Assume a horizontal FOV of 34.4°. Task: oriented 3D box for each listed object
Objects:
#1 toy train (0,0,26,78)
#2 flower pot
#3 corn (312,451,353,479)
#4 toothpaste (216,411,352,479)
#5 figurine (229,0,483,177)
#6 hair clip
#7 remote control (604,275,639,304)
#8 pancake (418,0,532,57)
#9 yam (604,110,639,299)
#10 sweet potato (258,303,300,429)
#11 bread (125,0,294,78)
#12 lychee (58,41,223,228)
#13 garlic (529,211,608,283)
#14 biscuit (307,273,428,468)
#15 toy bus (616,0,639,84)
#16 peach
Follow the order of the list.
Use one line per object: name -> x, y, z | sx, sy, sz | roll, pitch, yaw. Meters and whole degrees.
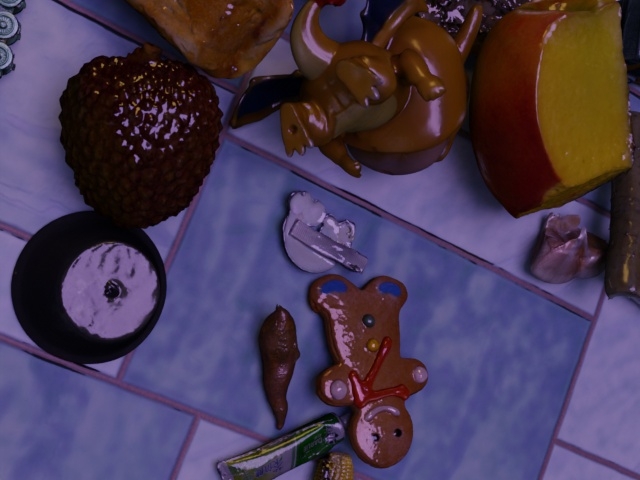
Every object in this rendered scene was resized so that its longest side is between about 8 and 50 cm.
toy train -> -0.490, -0.314, 1.488 | 0.118, 0.074, 0.175 | 12, 89, -13
flower pot -> -0.320, 0.071, 1.512 | 0.235, 0.148, 0.235 | 0, 90, -25
corn -> 0.011, 0.447, 1.695 | 0.072, 0.072, 0.203 | 15, 82, -23
toothpaste -> -0.049, 0.342, 1.683 | 0.248, 0.047, 0.078 | -23, 103, -21
figurine -> 0.101, -0.263, 1.596 | 0.268, 0.401, 0.387 | 46, 30, 19
hair clip -> 0.000, 0.000, 1.707 | 0.172, 0.049, 0.116 | 31, 73, -18
remote control -> 0.655, 0.089, 1.964 | 0.277, 0.055, 0.103 | 33, 76, -30
pancake -> 0.297, -0.512, 1.831 | 0.382, 0.071, 0.382 | 0, 89, -20
yam -> 0.563, -0.065, 1.883 | 0.083, 0.083, 0.371 | 20, 65, -22
sweet potato -> -0.067, 0.197, 1.672 | 0.068, 0.068, 0.226 | -7, 110, -24
bread -> -0.201, -0.394, 1.516 | 0.344, 0.149, 0.195 | 46, 102, 19
lychee -> -0.262, -0.152, 1.502 | 0.236, 0.236, 0.271 | 6, 101, -23
garlic -> 0.461, 0.021, 1.885 | 0.175, 0.099, 0.124 | 4, 107, -25
biscuit -> 0.089, 0.214, 1.713 | 0.205, 0.049, 0.324 | 0, 79, -25
toy bus -> 0.647, -0.356, 1.930 | 0.275, 0.167, 0.138 | 12, 85, -22
peach -> 0.363, -0.207, 1.727 | 0.242, 0.306, 0.380 | -17, 109, -16
